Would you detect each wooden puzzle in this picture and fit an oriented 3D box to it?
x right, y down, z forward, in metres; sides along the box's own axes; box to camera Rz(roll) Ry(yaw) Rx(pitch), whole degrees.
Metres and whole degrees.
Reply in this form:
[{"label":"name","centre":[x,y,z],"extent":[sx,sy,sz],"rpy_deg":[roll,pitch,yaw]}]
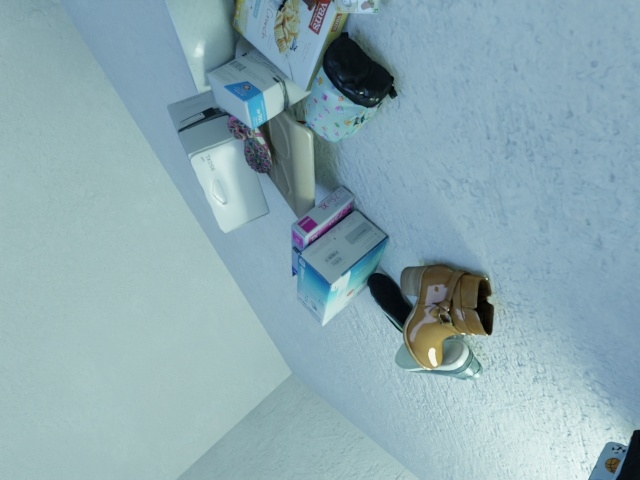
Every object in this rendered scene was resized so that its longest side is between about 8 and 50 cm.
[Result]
[{"label":"wooden puzzle","centre":[-0.107,-0.263,1.104],"extent":[0.348,0.080,0.322],"rpy_deg":[50,157,31]}]

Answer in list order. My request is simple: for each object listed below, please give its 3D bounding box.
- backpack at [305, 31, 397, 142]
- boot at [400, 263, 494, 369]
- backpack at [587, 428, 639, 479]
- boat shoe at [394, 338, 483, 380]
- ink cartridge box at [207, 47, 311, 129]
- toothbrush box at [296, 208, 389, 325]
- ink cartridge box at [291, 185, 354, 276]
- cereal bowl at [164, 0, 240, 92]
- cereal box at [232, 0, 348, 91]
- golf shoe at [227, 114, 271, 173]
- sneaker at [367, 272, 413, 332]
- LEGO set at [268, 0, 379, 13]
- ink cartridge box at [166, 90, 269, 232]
[{"label":"backpack","centre":[0.043,-0.276,0.803],"extent":[0.152,0.115,0.182],"rpy_deg":[48,160,2]},{"label":"boot","centre":[0.304,0.193,0.969],"extent":[0.220,0.108,0.284],"rpy_deg":[3,102,53]},{"label":"backpack","centre":[0.604,0.499,0.711],"extent":[0.263,0.276,0.213],"rpy_deg":[45,162,0]},{"label":"boat shoe","centre":[0.321,0.340,1.174],"extent":[0.099,0.116,0.319],"rpy_deg":[39,157,-10]},{"label":"ink cartridge box","centre":[-0.124,-0.347,0.913],"extent":[0.139,0.190,0.082],"rpy_deg":[41,155,26]},{"label":"toothbrush box","centre":[0.052,0.086,1.179],"extent":[0.126,0.216,0.296],"rpy_deg":[44,155,19]},{"label":"ink cartridge box","centre":[0.000,0.000,1.188],"extent":[0.065,0.185,0.311],"rpy_deg":[43,156,17]},{"label":"cereal bowl","centre":[-0.274,-0.522,0.945],"extent":[0.339,0.141,0.339],"rpy_deg":[161,90,-80]},{"label":"cereal box","centre":[-0.067,-0.433,0.808],"extent":[0.240,0.047,0.173],"rpy_deg":[46,137,16]},{"label":"golf shoe","centre":[-0.170,-0.259,1.074],"extent":[0.067,0.086,0.186],"rpy_deg":[-8,134,17]},{"label":"sneaker","centre":[0.207,0.201,1.223],"extent":[0.235,0.084,0.097],"rpy_deg":[52,158,0]},{"label":"LEGO set","centre":[-0.017,-0.465,0.660],"extent":[0.244,0.060,0.183],"rpy_deg":[12,135,20]},{"label":"ink cartridge box","centre":[-0.326,-0.258,1.320],"extent":[0.395,0.166,0.286],"rpy_deg":[55,165,46]}]
